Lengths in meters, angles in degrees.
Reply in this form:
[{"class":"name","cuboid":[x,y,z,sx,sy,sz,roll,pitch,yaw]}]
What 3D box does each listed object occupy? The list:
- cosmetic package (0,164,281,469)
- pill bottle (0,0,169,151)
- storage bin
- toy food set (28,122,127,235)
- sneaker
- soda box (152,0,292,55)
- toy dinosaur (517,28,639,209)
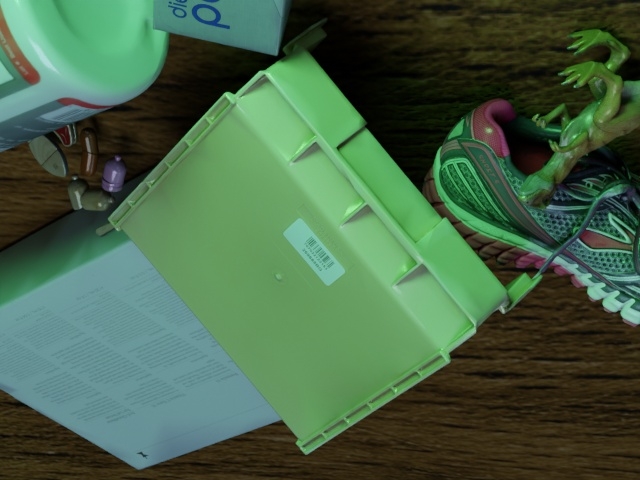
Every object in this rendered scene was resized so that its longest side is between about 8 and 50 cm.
[{"class":"cosmetic package","cuboid":[-0.160,0.086,1.616,0.284,0.097,0.377,38,139,-28]},{"class":"pill bottle","cuboid":[-0.266,-0.145,1.263,0.283,0.161,0.161,-16,136,37]},{"class":"storage bin","cuboid":[0.000,0.000,1.317,0.262,0.123,0.260,51,139,0]},{"class":"toy food set","cuboid":[-0.205,-0.068,1.448,0.078,0.019,0.122,-28,98,38]},{"class":"sneaker","cuboid":[0.233,-0.015,1.315,0.299,0.121,0.112,18,137,-7]},{"class":"soda box","cuboid":[-0.054,-0.253,1.097,0.098,0.091,0.286,12,146,1]},{"class":"toy dinosaur","cuboid":[0.228,-0.104,1.237,0.211,0.064,0.112,-30,124,7]}]
